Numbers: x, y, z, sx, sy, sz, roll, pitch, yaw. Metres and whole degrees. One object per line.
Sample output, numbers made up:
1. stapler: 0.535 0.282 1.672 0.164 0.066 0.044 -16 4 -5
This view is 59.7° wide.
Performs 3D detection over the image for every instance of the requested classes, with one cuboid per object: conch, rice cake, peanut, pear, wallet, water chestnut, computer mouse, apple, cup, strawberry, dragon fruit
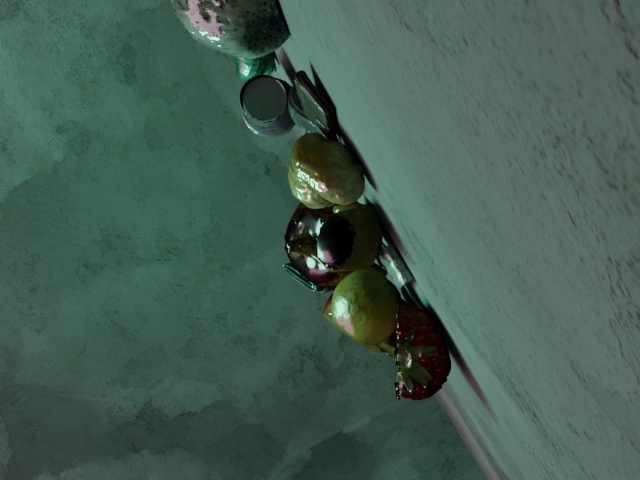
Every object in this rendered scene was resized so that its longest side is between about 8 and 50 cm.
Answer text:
1. conch: -0.222 -0.621 1.848 0.202 0.134 0.196 48 -127 -65
2. rice cake: 0.209 0.078 1.564 0.127 0.043 0.237 60 -179 9
3. peanut: -0.005 -0.183 1.546 0.340 0.174 0.158 -117 15 -69
4. pear: 0.144 0.189 1.674 0.228 0.211 0.188 34 -167 36
5. peanut: 0.013 -0.173 1.301 0.224 0.129 0.129 38 168 31
6. wallet: 0.058 0.126 2.146 0.237 0.342 0.075 27 119 50
7. water chestnut: 0.000 0.000 1.915 0.350 0.302 0.351 22 120 44
8. computer mouse: -0.036 -0.334 1.530 0.231 0.071 0.126 60 180 30
9. apple: 0.195 0.304 1.919 0.365 0.295 0.329 48 -163 -52
10. cup: -0.160 -0.416 1.691 0.203 0.203 0.288 61 -176 -8
11. strawberry: 0.275 0.300 1.502 0.280 0.150 0.254 36 -125 -75
12. dragon fruit: -0.209 -0.512 1.235 0.221 0.204 0.283 60 -179 28
13. wallet: -0.005 -0.303 1.302 0.124 0.042 0.230 51 177 8

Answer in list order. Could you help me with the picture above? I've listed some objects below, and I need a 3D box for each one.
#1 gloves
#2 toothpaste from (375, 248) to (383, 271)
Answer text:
1. gloves: 0.088 -0.002 1.510 0.356 0.155 0.203 -33 -45 -76
2. toothpaste: 0.168 0.022 1.752 0.062 0.037 0.216 55 -167 -23
